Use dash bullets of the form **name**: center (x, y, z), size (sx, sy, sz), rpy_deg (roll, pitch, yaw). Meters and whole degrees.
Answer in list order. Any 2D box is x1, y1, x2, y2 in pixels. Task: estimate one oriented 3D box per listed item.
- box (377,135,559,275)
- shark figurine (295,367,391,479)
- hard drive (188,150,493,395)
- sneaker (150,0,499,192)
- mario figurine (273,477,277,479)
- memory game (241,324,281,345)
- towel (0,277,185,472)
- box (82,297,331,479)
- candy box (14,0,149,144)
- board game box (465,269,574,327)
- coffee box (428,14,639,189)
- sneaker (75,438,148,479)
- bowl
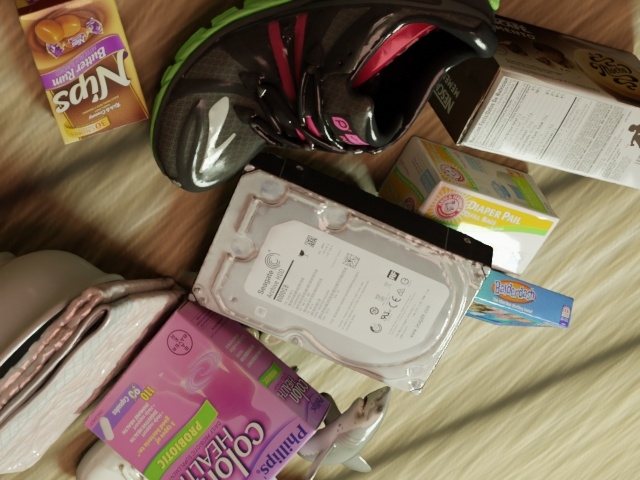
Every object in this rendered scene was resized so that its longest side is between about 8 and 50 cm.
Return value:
- **box**: center (0.196, -0.045, 2.018), size (0.203, 0.114, 0.103), rpy_deg (16, 120, -29)
- **shark figurine**: center (0.018, 0.282, 2.105), size (0.116, 0.278, 0.166), rpy_deg (32, 75, -21)
- **hard drive**: center (0.023, 0.044, 1.956), size (0.339, 0.064, 0.237), rpy_deg (24, 123, -4)
- **sneaker**: center (-0.007, -0.182, 1.734), size (0.483, 0.202, 0.185), rpy_deg (-31, 145, 26)
- **mario figurine**: center (-0.087, 0.429, 2.322), size (0.320, 0.170, 0.198), rpy_deg (16, 157, -18)
- **memory game**: center (-0.076, 0.077, 2.085), size (0.186, 0.012, 0.186), rpy_deg (-10, 130, -13)
- **towel**: center (-0.327, 0.180, 1.899), size (0.332, 0.053, 0.317), rpy_deg (-46, 172, 7)
- **box**: center (-0.151, 0.232, 2.021), size (0.243, 0.117, 0.213), rpy_deg (41, 107, -1)
- **candy box**: center (-0.275, -0.211, 1.754), size (0.109, 0.053, 0.186), rpy_deg (-19, 133, -6)
- **board game box**: center (0.221, 0.075, 2.101), size (0.210, 0.160, 0.047), rpy_deg (18, 79, -32)
- **coffee box**: center (0.290, -0.180, 1.908), size (0.297, 0.168, 0.119), rpy_deg (11, 122, -26)
- **sneaker**: center (-0.212, 0.309, 2.151), size (0.290, 0.123, 0.106), rpy_deg (-26, 133, 3)
- **bowl**: center (-0.391, 0.108, 1.875), size (0.298, 0.134, 0.298), rpy_deg (-44, 171, -8)
